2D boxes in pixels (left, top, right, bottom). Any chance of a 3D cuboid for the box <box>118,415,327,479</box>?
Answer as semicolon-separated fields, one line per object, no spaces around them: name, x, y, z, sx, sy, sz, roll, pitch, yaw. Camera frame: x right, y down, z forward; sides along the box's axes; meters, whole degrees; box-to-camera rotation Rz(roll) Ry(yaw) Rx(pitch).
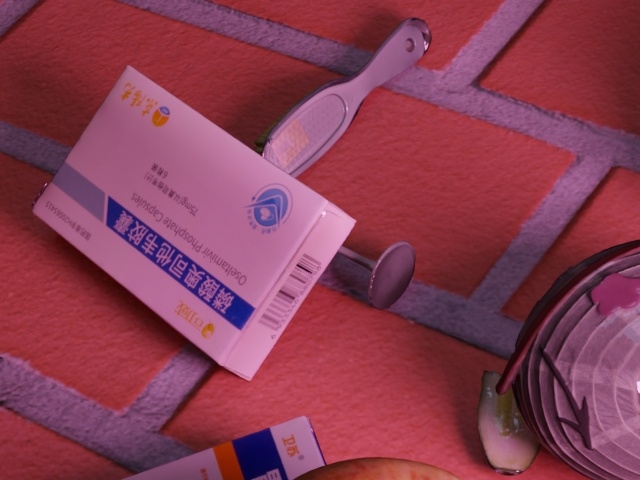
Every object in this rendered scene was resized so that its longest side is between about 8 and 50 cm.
box;-0.115;0.303;1.588;0.299;0.106;0.200;-20;47;-4

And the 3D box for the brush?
brush;0.018;-0.164;2.050;0.060;0.068;0.297;6;40;49

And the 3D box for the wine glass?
wine glass;0.000;0.000;1.873;0.195;0.079;0.079;27;58;32

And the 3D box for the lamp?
lamp;0.298;0.111;1.598;0.265;0.233;0.233;-32;47;-4

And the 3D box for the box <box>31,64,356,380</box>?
box;-0.142;-0.025;1.881;0.343;0.065;0.200;36;93;37

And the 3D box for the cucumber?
cucumber;0.179;0.178;1.688;0.067;0.035;0.107;7;53;6

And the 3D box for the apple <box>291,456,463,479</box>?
apple;0.038;0.296;1.383;0.261;0.194;0.260;10;51;-13
